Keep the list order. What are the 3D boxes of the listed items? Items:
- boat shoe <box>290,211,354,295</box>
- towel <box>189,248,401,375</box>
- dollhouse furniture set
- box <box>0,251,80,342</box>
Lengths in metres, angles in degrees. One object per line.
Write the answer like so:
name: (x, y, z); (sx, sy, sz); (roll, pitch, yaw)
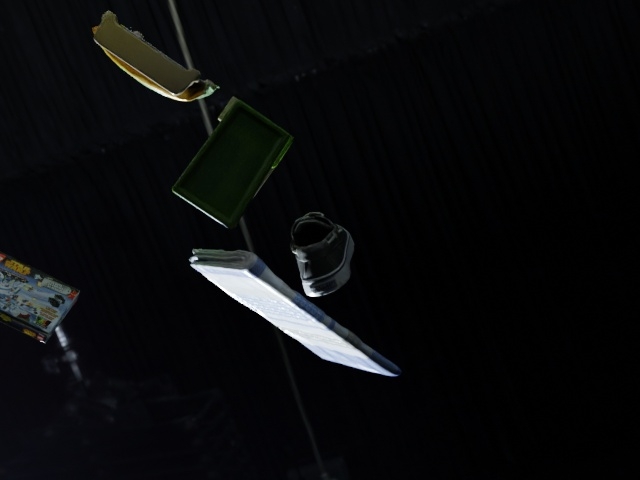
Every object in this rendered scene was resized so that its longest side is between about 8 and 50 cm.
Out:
boat shoe: (0.000, 0.000, 0.956); (0.078, 0.070, 0.219); (-20, -165, 3)
towel: (-0.039, 0.098, 1.047); (0.209, 0.285, 0.034); (1, -124, 60)
dollhouse furniture set: (-0.202, -0.168, 1.063); (0.151, 0.302, 0.197); (-56, -175, 5)
box: (-0.422, 0.076, 1.046); (0.027, 0.137, 0.094); (-59, -174, 37)
